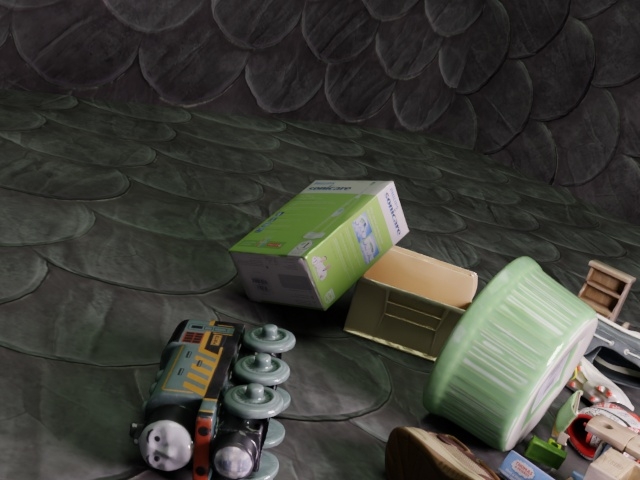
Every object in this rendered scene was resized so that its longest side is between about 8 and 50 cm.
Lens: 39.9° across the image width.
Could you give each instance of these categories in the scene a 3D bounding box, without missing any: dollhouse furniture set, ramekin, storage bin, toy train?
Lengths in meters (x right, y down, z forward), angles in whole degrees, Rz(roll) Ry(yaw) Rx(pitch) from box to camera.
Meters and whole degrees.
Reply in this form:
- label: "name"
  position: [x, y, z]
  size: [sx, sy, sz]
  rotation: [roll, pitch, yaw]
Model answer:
- label: "dollhouse furniture set"
  position: [0.610, 0.149, 2.028]
  size: [0.212, 0.161, 0.242]
  rotation: [28, 21, 31]
- label: "ramekin"
  position: [0.313, 0.191, 1.422]
  size: [0.148, 0.304, 0.303]
  rotation: [34, 23, 24]
- label: "dollhouse furniture set"
  position: [0.405, 0.354, 1.273]
  size: [0.129, 0.129, 0.183]
  rotation: [28, 21, 31]
- label: "storage bin"
  position: [0.194, 0.123, 1.781]
  size: [0.260, 0.123, 0.262]
  rotation: [18, 17, 4]
- label: "dollhouse furniture set"
  position: [0.380, 0.305, 1.450]
  size: [0.058, 0.076, 0.152]
  rotation: [25, 39, 8]
- label: "toy train"
  position: [-0.139, 0.213, 1.205]
  size: [0.190, 0.142, 0.334]
  rotation: [5, 20, 2]

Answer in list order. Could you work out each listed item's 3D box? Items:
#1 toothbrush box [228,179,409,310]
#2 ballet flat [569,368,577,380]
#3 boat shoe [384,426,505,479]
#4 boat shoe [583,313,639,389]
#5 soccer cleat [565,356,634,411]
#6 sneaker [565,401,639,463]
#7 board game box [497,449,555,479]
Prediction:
- label: "toothbrush box"
  position: [0.000, 0.000, 1.688]
  size: [0.206, 0.122, 0.283]
  rotation: [3, 35, 42]
- label: "ballet flat"
  position: [0.443, 0.199, 1.785]
  size: [0.077, 0.077, 0.231]
  rotation: [-21, 35, -31]
- label: "boat shoe"
  position: [0.216, 0.349, 1.140]
  size: [0.123, 0.123, 0.342]
  rotation: [5, 15, -30]
- label: "boat shoe"
  position: [0.570, 0.226, 1.845]
  size: [0.319, 0.116, 0.099]
  rotation: [19, 41, 29]
- label: "soccer cleat"
  position: [0.533, 0.283, 1.731]
  size: [0.076, 0.068, 0.196]
  rotation: [25, 13, -29]
- label: "sneaker"
  position: [0.535, 0.358, 1.457]
  size: [0.145, 0.090, 0.270]
  rotation: [1, 20, -39]
- label: "board game box"
  position: [0.335, 0.363, 1.168]
  size: [0.160, 0.039, 0.211]
  rotation: [32, -8, 38]
